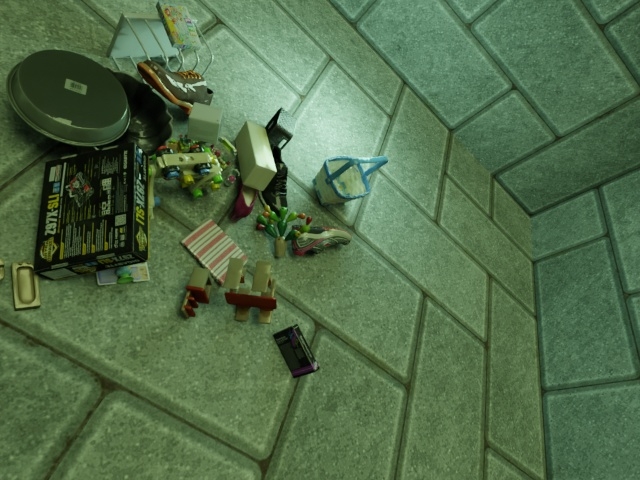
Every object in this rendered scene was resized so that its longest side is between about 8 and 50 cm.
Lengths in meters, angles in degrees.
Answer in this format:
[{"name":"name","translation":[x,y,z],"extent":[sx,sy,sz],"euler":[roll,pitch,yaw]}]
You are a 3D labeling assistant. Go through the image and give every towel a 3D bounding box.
[{"name":"towel","translation":[-0.346,0.037,1.334],"extent":[0.197,0.029,0.144],"euler":[48,45,-6]}]

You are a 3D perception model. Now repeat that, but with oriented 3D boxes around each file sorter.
[{"name":"file sorter","translation":[-0.548,-0.647,1.422],"extent":[0.278,0.193,0.173],"euler":[-31,92,-46]}]

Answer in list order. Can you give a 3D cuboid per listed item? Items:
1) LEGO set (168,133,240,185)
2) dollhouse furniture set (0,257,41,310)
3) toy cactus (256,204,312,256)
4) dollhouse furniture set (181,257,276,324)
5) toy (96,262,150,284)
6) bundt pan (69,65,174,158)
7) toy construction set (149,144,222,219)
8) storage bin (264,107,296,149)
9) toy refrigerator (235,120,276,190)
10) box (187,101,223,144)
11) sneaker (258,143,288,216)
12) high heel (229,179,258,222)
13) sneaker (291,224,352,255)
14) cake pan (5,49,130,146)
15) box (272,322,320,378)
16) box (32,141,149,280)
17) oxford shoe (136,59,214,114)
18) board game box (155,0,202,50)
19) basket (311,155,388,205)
[{"name":"LEGO set","translation":[-0.401,-0.319,1.424],"extent":[0.287,0.107,0.132],"euler":[29,50,-27]},{"name":"dollhouse furniture set","translation":[-0.710,0.103,0.903],"extent":[0.151,0.123,0.144],"euler":[-2,69,-42]},{"name":"toy cactus","translation":[-0.139,-0.029,1.464],"extent":[0.112,0.219,0.180],"euler":[-33,130,-72]},{"name":"dollhouse furniture set","translation":[-0.257,0.171,1.196],"extent":[0.259,0.262,0.135],"euler":[7,59,0]},{"name":"toy","translation":[-0.563,0.002,1.139],"extent":[0.137,0.056,0.237],"euler":[-3,69,-44]},{"name":"bundt pan","translation":[-0.629,-0.355,1.233],"extent":[0.331,0.124,0.331],"euler":[21,55,-33]},{"name":"toy construction set","translation":[-0.437,-0.191,1.244],"extent":[0.328,0.215,0.151],"euler":[-38,96,-46]},{"name":"storage bin","translation":[-0.172,-0.448,1.665],"extent":[0.084,0.122,0.180],"euler":[33,35,-24]},{"name":"toy refrigerator","translation":[-0.242,-0.318,1.517],"extent":[0.094,0.102,0.269],"euler":[17,40,-35]},{"name":"box","translation":[-0.388,-0.394,1.370],"extent":[0.101,0.087,0.102],"euler":[10,46,-14]},{"name":"sneaker","translation":[-0.175,-0.236,1.564],"extent":[0.107,0.124,0.283],"euler":[-5,71,-42]},{"name":"high heel","translation":[-0.255,-0.176,1.465],"extent":[0.082,0.117,0.244],"euler":[38,47,-19]},{"name":"sneaker","translation":[0.000,0.000,1.611],"extent":[0.299,0.121,0.112],"euler":[2,95,-42]},{"name":"cake pan","translation":[-0.663,-0.393,1.097],"extent":[0.293,0.054,0.293],"euler":[21,54,-31]},{"name":"box","translation":[-0.080,0.359,1.320],"extent":[0.029,0.116,0.162],"euler":[-23,84,-48]},{"name":"box","translation":[-0.579,-0.080,1.047],"extent":[0.079,0.257,0.322],"euler":[66,12,-67]},{"name":"oxford shoe","translation":[-0.464,-0.518,1.333],"extent":[0.130,0.133,0.364],"euler":[41,5,4]},{"name":"board game box","translation":[-0.475,-0.719,1.367],"extent":[0.103,0.026,0.154],"euler":[-20,86,-47]},{"name":"basket","translation":[0.118,-0.272,1.723],"extent":[0.255,0.289,0.201],"euler":[-13,81,-48]}]
